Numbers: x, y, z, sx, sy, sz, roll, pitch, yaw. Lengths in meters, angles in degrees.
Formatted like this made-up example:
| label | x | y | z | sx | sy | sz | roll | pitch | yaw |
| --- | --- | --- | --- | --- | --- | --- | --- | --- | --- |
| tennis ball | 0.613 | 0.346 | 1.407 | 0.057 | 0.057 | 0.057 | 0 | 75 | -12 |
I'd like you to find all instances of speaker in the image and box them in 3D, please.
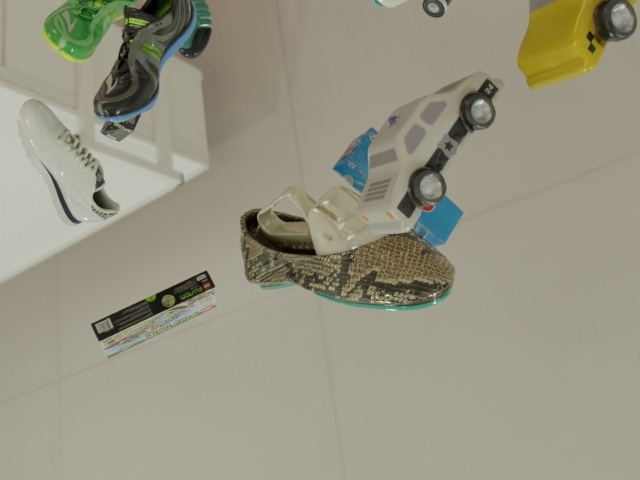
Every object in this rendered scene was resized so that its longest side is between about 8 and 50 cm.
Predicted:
| label | x | y | z | sx | sy | sz | roll | pitch | yaw |
| --- | --- | --- | --- | --- | --- | --- | --- | --- | --- |
| speaker | 0.274 | -0.552 | 1.694 | 0.055 | 0.136 | 0.055 | 25 | 154 | 13 |

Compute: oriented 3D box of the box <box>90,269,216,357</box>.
| label | x | y | z | sx | sy | sz | roll | pitch | yaw |
| --- | --- | --- | --- | --- | --- | --- | --- | --- | --- |
| box | -0.277 | 0.125 | 1.312 | 0.207 | 0.036 | 0.114 | -26 | 163 | -15 |

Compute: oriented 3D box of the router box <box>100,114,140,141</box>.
| label | x | y | z | sx | sy | sz | roll | pitch | yaw |
| --- | --- | --- | --- | --- | --- | --- | --- | --- | --- |
| router box | -0.309 | -0.229 | 1.262 | 0.038 | 0.123 | 0.092 | 26 | 163 | -23 |

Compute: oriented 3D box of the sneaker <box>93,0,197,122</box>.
| label | x | y | z | sx | sy | sz | roll | pitch | yaw |
| --- | --- | --- | --- | --- | --- | --- | --- | --- | --- |
| sneaker | -0.195 | -0.205 | 0.826 | 0.067 | 0.188 | 0.078 | 12 | 154 | 22 |

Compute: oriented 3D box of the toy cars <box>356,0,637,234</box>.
| label | x | y | z | sx | sy | sz | roll | pitch | yaw |
| --- | --- | --- | --- | --- | --- | --- | --- | --- | --- |
| toy cars | 0.159 | -0.165 | 0.716 | 0.087 | 0.176 | 0.393 | 39 | 115 | -16 |

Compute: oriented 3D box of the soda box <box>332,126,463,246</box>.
| label | x | y | z | sx | sy | sz | roll | pitch | yaw |
| --- | --- | --- | --- | --- | --- | --- | --- | --- | --- |
| soda box | 0.125 | -0.080 | 1.249 | 0.210 | 0.071 | 0.067 | 41 | 154 | -11 |

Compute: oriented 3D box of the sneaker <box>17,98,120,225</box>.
| label | x | y | z | sx | sy | sz | roll | pitch | yaw |
| --- | --- | --- | --- | --- | --- | --- | --- | --- | --- |
| sneaker | -0.420 | -0.134 | 1.301 | 0.094 | 0.090 | 0.235 | -7 | 125 | 21 |

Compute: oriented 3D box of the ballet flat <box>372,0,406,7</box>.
| label | x | y | z | sx | sy | sz | roll | pitch | yaw |
| --- | --- | --- | --- | --- | --- | --- | --- | --- | --- |
| ballet flat | 0.055 | -0.587 | 1.330 | 0.139 | 0.139 | 0.400 | -24 | 119 | 35 |

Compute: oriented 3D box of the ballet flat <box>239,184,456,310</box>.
| label | x | y | z | sx | sy | sz | roll | pitch | yaw |
| --- | --- | --- | --- | --- | --- | --- | --- | --- | --- |
| ballet flat | 0.000 | 0.000 | 1.213 | 0.164 | 0.182 | 0.482 | -30 | -162 | -29 |

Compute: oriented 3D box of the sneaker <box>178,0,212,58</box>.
| label | x | y | z | sx | sy | sz | roll | pitch | yaw |
| --- | --- | --- | --- | --- | --- | --- | --- | --- | --- |
| sneaker | -0.264 | -0.445 | 1.534 | 0.083 | 0.224 | 0.098 | -3 | 162 | -16 |

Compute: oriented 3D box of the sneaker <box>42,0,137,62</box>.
| label | x | y | z | sx | sy | sz | roll | pitch | yaw |
| --- | --- | --- | --- | --- | --- | --- | --- | --- | --- |
| sneaker | -0.435 | -0.454 | 1.496 | 0.109 | 0.296 | 0.123 | 37 | 135 | -16 |
